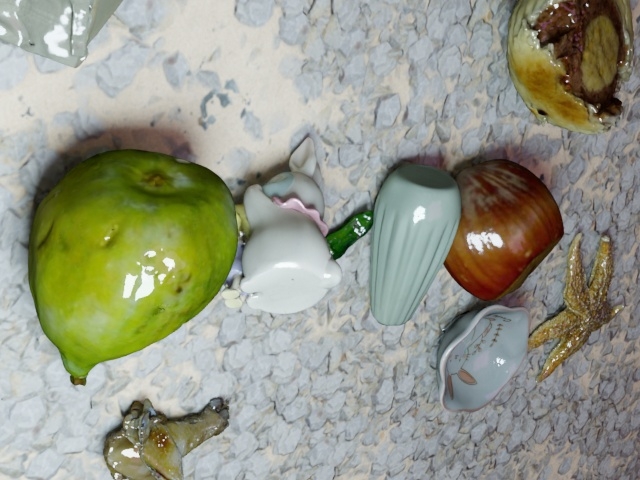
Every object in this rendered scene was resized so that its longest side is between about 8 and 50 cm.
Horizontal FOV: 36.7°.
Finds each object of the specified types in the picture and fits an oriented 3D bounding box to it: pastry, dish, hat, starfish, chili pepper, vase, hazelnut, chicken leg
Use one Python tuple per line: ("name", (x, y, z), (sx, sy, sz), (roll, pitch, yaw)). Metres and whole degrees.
("pastry", (0.373, -0.302, 1.489), (0.256, 0.170, 0.236), (48, 56, -34))
("dish", (0.267, 0.191, 1.697), (0.229, 0.081, 0.229), (-22, 127, -31))
("hat", (-0.251, -0.303, 0.975), (0.149, 0.214, 0.244), (20, 66, -12))
("starfish", (0.502, 0.142, 1.889), (0.302, 0.060, 0.299), (-51, 137, -8))
("chili pepper", (0.002, 0.005, 1.393), (0.182, 0.050, 0.073), (-18, 115, -37))
("vase", (0.132, 0.014, 1.463), (0.128, 0.128, 0.248), (-10, 125, -37))
("hazelnut", (0.277, -0.022, 1.548), (0.212, 0.181, 0.181), (-41, 161, -16))
("chicken leg", (-0.206, 0.279, 1.333), (0.196, 0.080, 0.125), (10, 91, -44))

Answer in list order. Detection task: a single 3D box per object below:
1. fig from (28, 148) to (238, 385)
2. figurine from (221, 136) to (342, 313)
("fig", (-0.220, 0.054, 1.100), (0.233, 0.233, 0.314), (2, 104, -41))
("figurine", (-0.058, -0.024, 1.270), (0.155, 0.235, 0.127), (-19, 138, 15))
